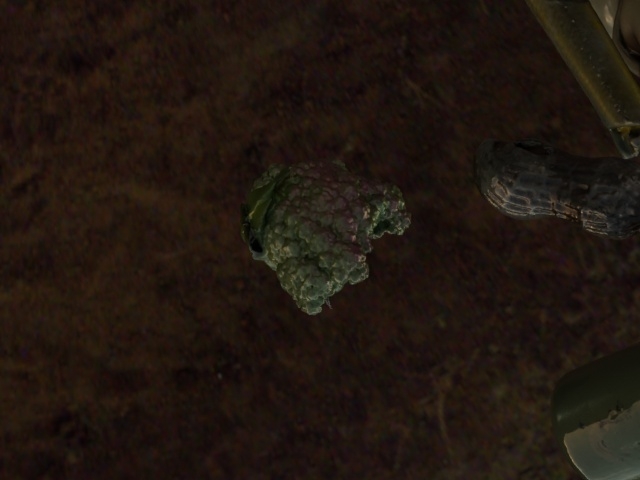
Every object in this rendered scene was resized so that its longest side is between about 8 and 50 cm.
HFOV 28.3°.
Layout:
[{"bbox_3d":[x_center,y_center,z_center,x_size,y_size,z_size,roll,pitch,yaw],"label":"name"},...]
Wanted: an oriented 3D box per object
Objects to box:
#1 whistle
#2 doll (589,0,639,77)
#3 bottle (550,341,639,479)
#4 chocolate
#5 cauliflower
[{"bbox_3d":[0.296,-0.234,1.455,0.057,0.326,0.068,-10,149,-22],"label":"whistle"},{"bbox_3d":[0.483,-0.319,1.688,0.215,0.370,0.226,29,116,-12],"label":"doll"},{"bbox_3d":[0.459,0.185,1.551,0.168,0.168,0.347,29,138,-32],"label":"bottle"},{"bbox_3d":[0.300,-0.064,1.563,0.110,0.248,0.110,-30,129,-46],"label":"chocolate"},{"bbox_3d":[0.000,0.000,1.931,0.239,0.256,0.315,-53,150,-17],"label":"cauliflower"}]
